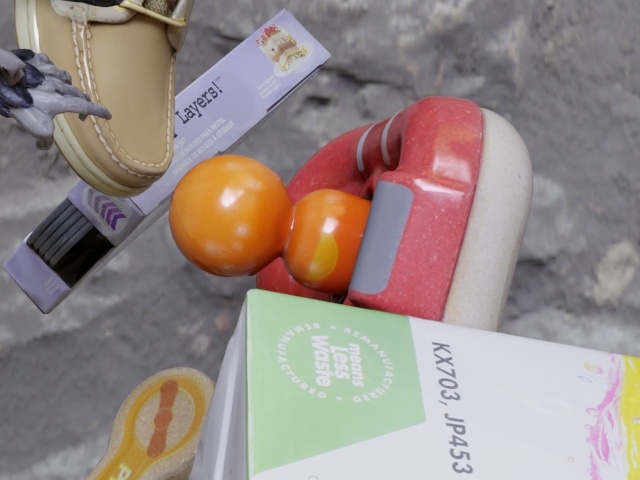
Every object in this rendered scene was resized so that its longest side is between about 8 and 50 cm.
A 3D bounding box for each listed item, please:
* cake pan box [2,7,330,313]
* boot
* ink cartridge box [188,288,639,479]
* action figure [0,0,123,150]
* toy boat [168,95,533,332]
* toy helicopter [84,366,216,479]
[{"bbox_3d":[-0.140,-0.063,1.417,0.070,0.267,0.246,47,145,-2],"label":"cake pan box"},{"bbox_3d":[-0.067,-0.169,0.899,0.203,0.261,0.095,-15,162,32],"label":"boot"},{"bbox_3d":[0.130,0.150,0.635,0.354,0.207,0.119,10,126,-11],"label":"ink cartridge box"},{"bbox_3d":[-0.153,-0.128,0.796,0.276,0.164,0.141,-14,156,34],"label":"action figure"},{"bbox_3d":[0.000,0.000,0.790,0.151,0.231,0.151,16,85,-9],"label":"toy boat"},{"bbox_3d":[-0.165,0.235,1.013,0.355,0.235,0.140,-53,135,-12],"label":"toy helicopter"}]
